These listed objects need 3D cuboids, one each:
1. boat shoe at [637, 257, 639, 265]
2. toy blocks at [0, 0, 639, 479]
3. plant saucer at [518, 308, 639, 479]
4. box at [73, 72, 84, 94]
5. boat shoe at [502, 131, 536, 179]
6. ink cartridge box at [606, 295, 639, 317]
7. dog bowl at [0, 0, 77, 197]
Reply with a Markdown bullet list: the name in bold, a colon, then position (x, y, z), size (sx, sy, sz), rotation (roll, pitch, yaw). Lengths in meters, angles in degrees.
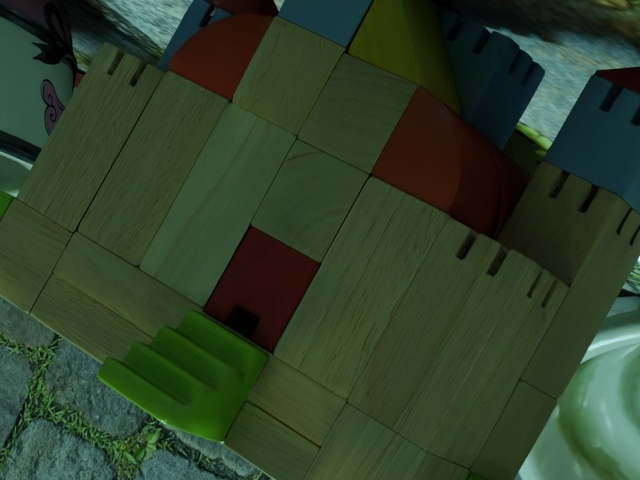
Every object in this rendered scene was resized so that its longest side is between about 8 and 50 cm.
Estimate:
- **boat shoe**: position (0.247, 0.008, 0.989), size (0.076, 0.083, 0.226), rotation (-27, 127, 32)
- **toy blocks**: position (0.005, -0.024, 0.869), size (0.381, 0.261, 0.191), rotation (29, 179, 34)
- **plant saucer**: position (0.337, 0.145, 1.234), size (0.400, 0.100, 0.400), rotation (15, 144, 11)
- **box**: position (-0.249, -0.082, 1.699), size (0.300, 0.154, 0.142), rotation (24, 174, -12)
- **boat shoe**: position (0.070, -0.065, 1.080), size (0.152, 0.056, 0.049), rotation (29, 167, -37)
- **ink cartridge box**: position (0.206, 0.102, 1.601), size (0.232, 0.066, 0.189), rotation (-7, 161, 21)
- **dog bowl**: position (-0.376, -0.141, 1.347), size (0.408, 0.150, 0.408), rotation (9, 171, 2)
